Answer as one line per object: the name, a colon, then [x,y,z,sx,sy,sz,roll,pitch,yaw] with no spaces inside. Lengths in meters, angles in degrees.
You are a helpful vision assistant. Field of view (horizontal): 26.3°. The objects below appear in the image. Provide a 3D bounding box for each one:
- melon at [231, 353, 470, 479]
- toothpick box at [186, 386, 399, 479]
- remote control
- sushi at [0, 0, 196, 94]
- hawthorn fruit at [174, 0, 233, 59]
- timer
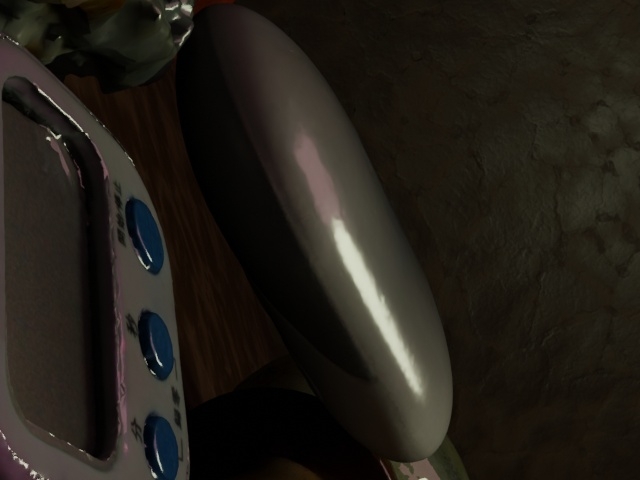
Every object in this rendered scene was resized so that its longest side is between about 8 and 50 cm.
melon: [0.021,0.259,1.351,0.272,0.272,0.308,63,18,-83]
toothpick box: [-0.047,0.202,0.863,0.294,0.192,0.192,-30,104,-82]
remote control: [0.000,0.000,0.863,0.221,0.103,0.332,-112,176,-56]
sushi: [-0.179,-0.247,0.693,0.417,0.176,0.417,166,-90,-90]
hawthorn fruit: [-0.137,-0.211,0.977,0.262,0.210,0.210,41,-24,47]
timer: [-0.121,0.025,0.570,0.191,0.069,0.208,50,28,-56]
